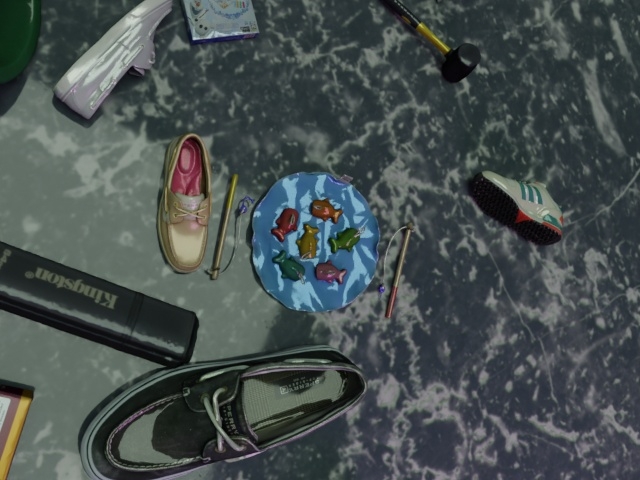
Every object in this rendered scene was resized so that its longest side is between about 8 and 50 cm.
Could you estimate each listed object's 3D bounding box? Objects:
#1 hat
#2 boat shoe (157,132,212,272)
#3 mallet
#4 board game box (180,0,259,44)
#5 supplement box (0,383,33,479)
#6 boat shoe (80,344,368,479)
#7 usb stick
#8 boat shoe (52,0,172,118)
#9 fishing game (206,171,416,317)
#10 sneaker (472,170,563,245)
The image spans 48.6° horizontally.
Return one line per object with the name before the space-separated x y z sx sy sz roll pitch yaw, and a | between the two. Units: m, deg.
hat | -0.427 -0.270 0.768 0.183 0.173 0.209 3 49 7
boat shoe | -0.161 -0.047 0.848 0.062 0.059 0.170 -1 84 -21
mallet | 0.147 -0.302 0.998 0.189 0.062 0.039 43 72 -11
board game box | -0.133 -0.302 0.912 0.090 0.020 0.090 -13 89 -22
supplement box | -0.401 0.184 0.714 0.188 0.080 0.104 18 78 -18
boat shoe | -0.103 0.188 0.808 0.335 0.119 0.121 -18 90 -22
usb stick | -0.270 0.069 0.793 0.277 0.045 0.077 23 49 -16
boat shoe | -0.232 -0.221 0.843 0.063 0.066 0.184 46 69 -21
fishing game | 0.000 0.000 0.916 0.263 0.041 0.189 18 80 -18
sneaker | 0.290 -0.062 1.034 0.161 0.057 0.075 33 56 -13
